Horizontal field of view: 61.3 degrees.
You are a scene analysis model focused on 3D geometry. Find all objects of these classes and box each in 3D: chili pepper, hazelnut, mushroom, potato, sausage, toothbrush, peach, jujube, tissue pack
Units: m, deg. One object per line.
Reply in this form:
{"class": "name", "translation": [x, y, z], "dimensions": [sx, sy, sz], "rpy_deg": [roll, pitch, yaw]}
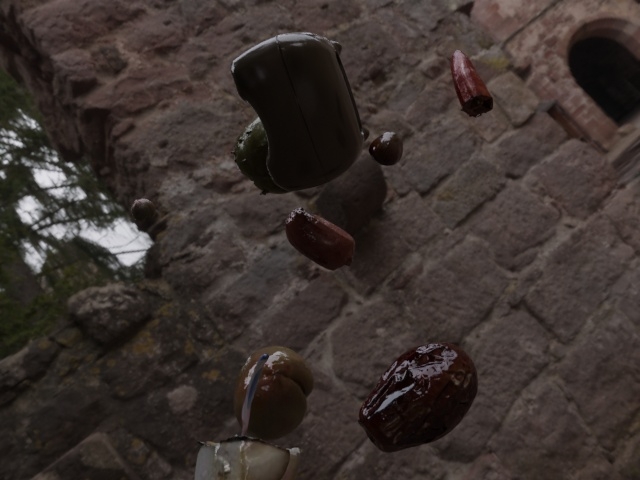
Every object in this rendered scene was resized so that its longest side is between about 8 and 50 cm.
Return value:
{"class": "chili pepper", "translation": [0.332, -0.368, 1.221], "dimensions": [0.065, 0.168, 0.088], "rpy_deg": [-30, -29, 33]}
{"class": "hazelnut", "translation": [0.153, -0.210, 1.234], "dimensions": [0.086, 0.086, 0.086], "rpy_deg": [-40, -9, -7]}
{"class": "mushroom", "translation": [-0.114, 0.437, 0.929], "dimensions": [0.162, 0.173, 0.236], "rpy_deg": [15, -27, -24]}
{"class": "potato", "translation": [-0.092, -0.304, 1.685], "dimensions": [0.359, 0.219, 0.269], "rpy_deg": [-42, -43, -11]}
{"class": "sausage", "translation": [0.000, 0.000, 1.752], "dimensions": [0.148, 0.254, 0.148], "rpy_deg": [-56, -12, -18]}
{"class": "toothbrush", "translation": [-0.143, 0.330, 1.076], "dimensions": [0.021, 0.027, 0.269], "rpy_deg": [-26, -40, -58]}
{"class": "peach", "translation": [-0.621, -0.108, 1.893], "dimensions": [0.083, 0.083, 0.083], "rpy_deg": [-40, -9, -7]}
{"class": "jujube", "translation": [0.220, 0.348, 1.214], "dimensions": [0.290, 0.197, 0.197], "rpy_deg": [-34, -10, -15]}
{"class": "tissue pack", "translation": [-0.039, -0.340, 1.403], "dimensions": [0.277, 0.387, 0.267], "rpy_deg": [-18, 16, 12]}
{"class": "peach", "translation": [-0.153, 0.471, 1.696], "dimensions": [0.292, 0.248, 0.292], "rpy_deg": [12, -90, -73]}
